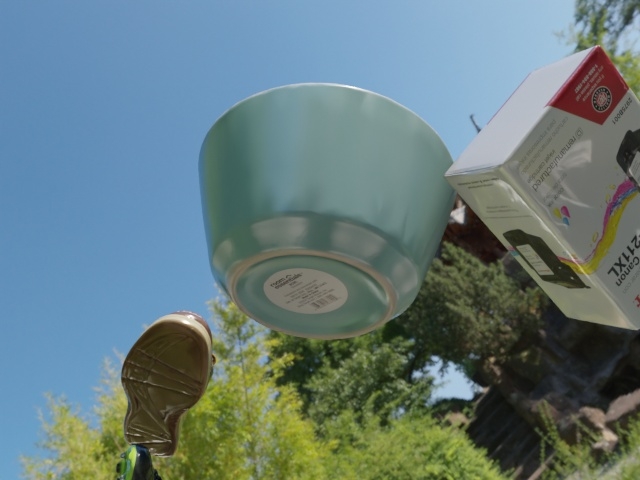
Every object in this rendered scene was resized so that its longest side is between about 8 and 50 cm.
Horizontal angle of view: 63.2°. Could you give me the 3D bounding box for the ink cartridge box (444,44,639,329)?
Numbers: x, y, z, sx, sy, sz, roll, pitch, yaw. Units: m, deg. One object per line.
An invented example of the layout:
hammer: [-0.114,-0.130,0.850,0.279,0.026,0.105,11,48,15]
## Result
ink cartridge box: [0.205,-0.036,0.406,0.127,0.175,0.072,-49,15,-13]

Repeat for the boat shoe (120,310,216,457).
boat shoe: [-0.230,0.211,0.824,0.123,0.123,0.341,-70,0,-52]

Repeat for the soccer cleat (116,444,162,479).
soccer cleat: [-0.177,0.276,0.545,0.073,0.060,0.178,0,-59,-19]

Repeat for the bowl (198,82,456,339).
bowl: [0.000,0.000,0.588,0.311,0.312,0.163,90,-175,-52]
